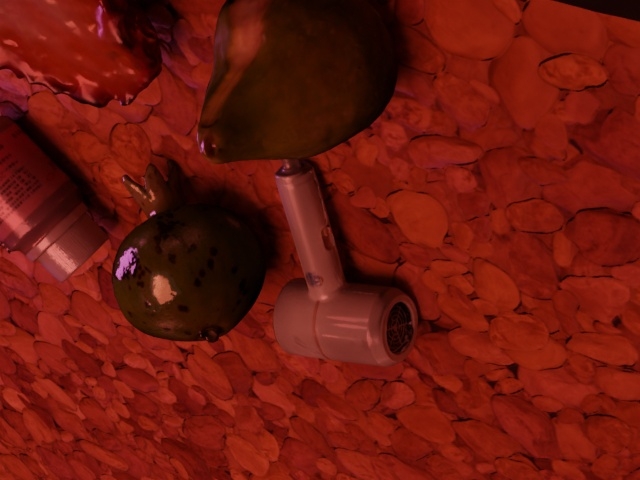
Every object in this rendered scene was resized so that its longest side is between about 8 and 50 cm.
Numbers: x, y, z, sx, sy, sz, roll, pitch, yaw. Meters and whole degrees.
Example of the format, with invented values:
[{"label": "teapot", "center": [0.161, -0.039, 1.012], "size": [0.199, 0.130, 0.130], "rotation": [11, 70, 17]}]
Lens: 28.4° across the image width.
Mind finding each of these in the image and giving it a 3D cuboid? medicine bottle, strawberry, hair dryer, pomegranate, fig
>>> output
[{"label": "medicine bottle", "center": [-0.433, -0.058, 1.866], "size": [0.247, 0.147, 0.147], "rotation": [46, 142, -9]}, {"label": "strawberry", "center": [-0.327, -0.315, 1.536], "size": [0.336, 0.149, 0.265], "rotation": [39, 137, -16]}, {"label": "hair dryer", "center": [0.000, 0.000, 1.615], "size": [0.173, 0.107, 0.357], "rotation": [3, 123, 35]}, {"label": "pomegranate", "center": [-0.186, 0.020, 1.716], "size": [0.211, 0.211, 0.263], "rotation": [-44, 61, 52]}, {"label": "fig", "center": [-0.050, -0.157, 1.341], "size": [0.206, 0.275, 0.206], "rotation": [22, 140, 20]}]

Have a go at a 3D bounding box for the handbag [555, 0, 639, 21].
[{"label": "handbag", "center": [0.285, -0.291, 1.099], "size": [0.246, 0.080, 0.223], "rotation": [19, 145, 22]}]
